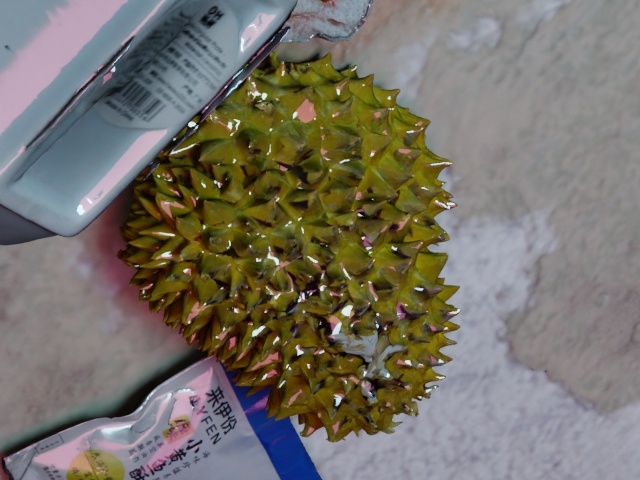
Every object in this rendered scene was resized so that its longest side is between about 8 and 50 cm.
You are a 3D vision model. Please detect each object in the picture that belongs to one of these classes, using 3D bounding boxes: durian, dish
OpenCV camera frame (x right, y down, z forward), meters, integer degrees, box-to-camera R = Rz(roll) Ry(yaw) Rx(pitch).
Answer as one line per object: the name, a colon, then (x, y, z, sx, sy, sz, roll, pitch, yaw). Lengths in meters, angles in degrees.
durian: (-0.002, 0.009, 1.136, 0.183, 0.138, 0.250, -36, 122, 14)
dish: (-0.098, -0.087, 0.925, 0.243, 0.080, 0.182, -46, 152, 4)

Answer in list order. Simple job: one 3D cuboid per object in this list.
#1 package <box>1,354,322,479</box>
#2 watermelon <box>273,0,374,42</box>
package: (-0.092, 0.154, 1.253, 0.173, 0.027, 0.171, -26, 128, -1)
watermelon: (-0.022, -0.158, 1.058, 0.187, 0.071, 0.139, -39, 135, -5)
